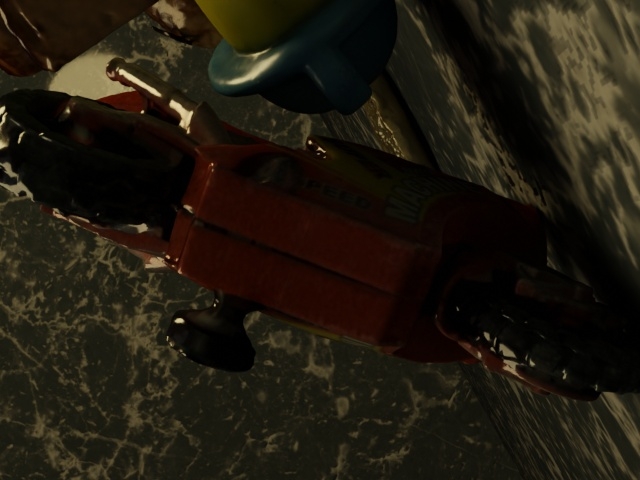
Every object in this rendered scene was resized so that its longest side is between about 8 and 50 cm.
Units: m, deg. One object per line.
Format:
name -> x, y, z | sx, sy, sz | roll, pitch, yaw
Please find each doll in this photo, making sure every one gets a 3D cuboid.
doll -> -0.081, -0.205, 0.427 | 0.363, 0.145, 0.199 | 58, -165, 11

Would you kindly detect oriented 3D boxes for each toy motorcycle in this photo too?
toy motorcycle -> 0.000, -0.001, 0.431 | 0.298, 0.089, 0.171 | 21, -163, 3

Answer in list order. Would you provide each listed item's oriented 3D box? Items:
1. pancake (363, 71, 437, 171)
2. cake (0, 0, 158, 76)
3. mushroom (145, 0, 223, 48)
pancake -> 0.059, -0.092, 0.781 | 0.152, 0.025, 0.151 | 60, -178, -4
cake -> -0.188, -0.263, 0.702 | 0.199, 0.293, 0.196 | 55, -176, -30
mushroom -> -0.217, -0.328, 0.964 | 0.331, 0.334, 0.356 | -113, 3, -71
